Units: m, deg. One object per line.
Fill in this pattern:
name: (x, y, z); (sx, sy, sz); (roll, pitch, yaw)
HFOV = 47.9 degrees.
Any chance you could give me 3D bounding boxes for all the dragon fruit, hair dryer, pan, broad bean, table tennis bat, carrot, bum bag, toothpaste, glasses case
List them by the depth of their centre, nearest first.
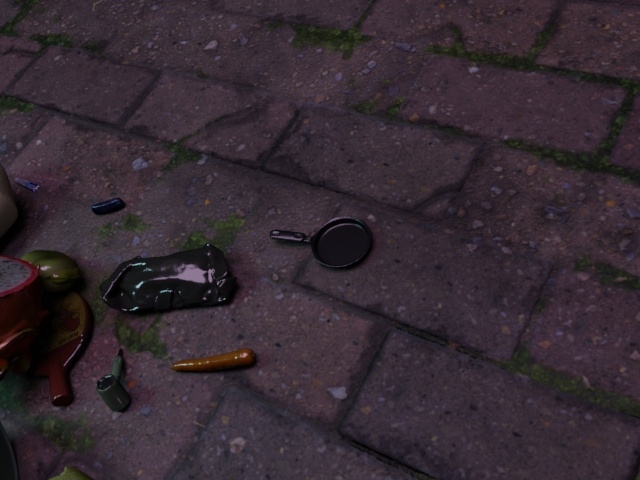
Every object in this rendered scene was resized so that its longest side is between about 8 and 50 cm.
carrot: (-0.224, 0.250, 1.479); (0.190, 0.037, 0.037); (-10, 54, 13)
hair dryer: (-0.427, 0.279, 1.514); (0.047, 0.071, 0.150); (-14, 37, 6)
dragon fruit: (-0.733, 0.178, 1.535); (0.305, 0.226, 0.305); (1, 21, 0)
pan: (0.000, 0.000, 1.587); (0.235, 0.028, 0.136); (7, 58, 18)
bum bag: (-0.339, 0.087, 1.609); (0.326, 0.080, 0.142); (-6, 62, 10)
table tennis bat: (-0.597, 0.235, 1.614); (0.200, 0.038, 0.310); (-28, 49, 0)
broad bean: (-0.632, 0.065, 1.690); (0.124, 0.082, 0.174); (0, 20, -32)
glasses case: (-0.536, -0.084, 1.817); (0.083, 0.033, 0.023); (-16, 63, 7)
toothpaste: (-0.800, -0.152, 1.963); (0.083, 0.015, 0.024); (21, 63, 23)

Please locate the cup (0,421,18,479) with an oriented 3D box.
cup: (-0.806, 0.488, 1.309); (0.392, 0.310, 0.401); (-23, 19, -4)

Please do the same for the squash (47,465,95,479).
squash: (-0.486, 0.498, 1.277); (0.133, 0.220, 0.220); (28, 68, 28)

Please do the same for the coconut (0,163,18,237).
coconut: (-0.894, -0.095, 1.818); (0.237, 0.237, 0.266); (22, 70, 29)
